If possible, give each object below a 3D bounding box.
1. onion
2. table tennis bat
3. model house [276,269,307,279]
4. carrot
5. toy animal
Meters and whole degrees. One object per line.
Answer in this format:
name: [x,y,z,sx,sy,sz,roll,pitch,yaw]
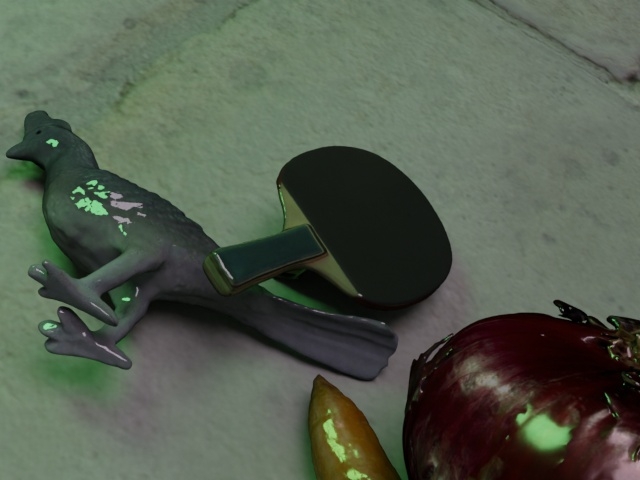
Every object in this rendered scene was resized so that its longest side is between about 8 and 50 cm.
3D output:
onion: [0.190,0.172,0.713,0.314,0.232,0.314,26,10,-5]
table tennis bat: [0.011,-0.004,0.861,0.274,0.021,0.154,-19,70,-50]
model house: [0.000,0.000,0.912,0.057,0.058,0.083,42,44,-11]
carrot: [0.031,0.173,0.758,0.072,0.072,0.205,-2,48,-24]
toy animal: [-0.129,0.018,0.811,0.367,0.081,0.206,34,31,11]
